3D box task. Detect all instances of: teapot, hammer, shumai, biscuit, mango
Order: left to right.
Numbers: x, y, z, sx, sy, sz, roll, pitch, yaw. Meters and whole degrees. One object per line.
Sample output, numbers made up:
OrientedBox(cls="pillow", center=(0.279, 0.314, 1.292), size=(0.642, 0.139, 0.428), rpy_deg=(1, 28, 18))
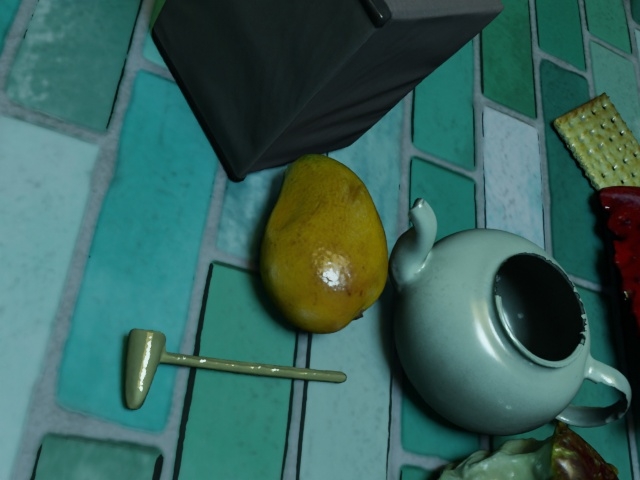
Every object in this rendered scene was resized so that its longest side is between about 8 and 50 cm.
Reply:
OrientedBox(cls="hammer", center=(-0.061, 0.113, 0.599), size=(0.195, 0.028, 0.060), rpy_deg=(12, 67, -27))
OrientedBox(cls="mango", center=(0.006, 0.004, 0.655), size=(0.115, 0.089, 0.164), rpy_deg=(22, 54, -9))
OrientedBox(cls="teapot", center=(0.165, 0.079, 0.679), size=(0.294, 0.129, 0.193), rpy_deg=(38, 54, -10))
OrientedBox(cls="shumai", center=(0.195, 0.249, 0.610), size=(0.184, 0.142, 0.184), rpy_deg=(14, 57, -23))
OrientedBox(cls="biscuit", center=(0.402, -0.079, 0.966), size=(0.139, 0.016, 0.231), rpy_deg=(-28, 83, -36))

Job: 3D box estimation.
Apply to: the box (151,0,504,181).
OrientedBox(cls="box", center=(-0.007, -0.191, 0.634), size=(0.153, 0.252, 0.188), rpy_deg=(-22, 79, -37))

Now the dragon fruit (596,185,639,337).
OrientedBox(cls="dragon fruit", center=(0.468, 0.061, 0.821), size=(0.282, 0.100, 0.343), rpy_deg=(13, 48, -16))
